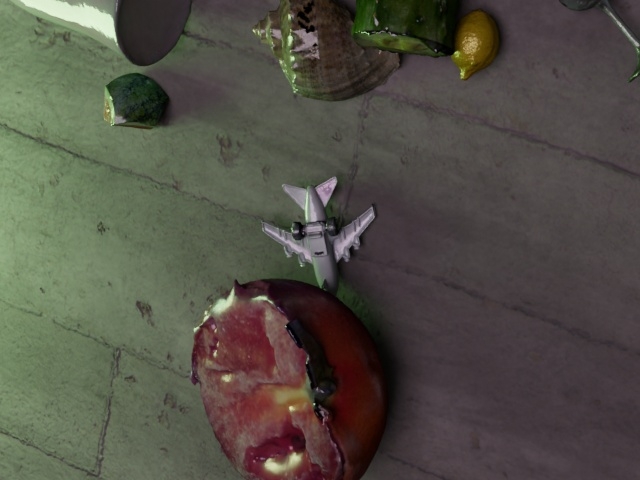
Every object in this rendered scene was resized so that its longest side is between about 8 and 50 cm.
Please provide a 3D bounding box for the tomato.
[{"bbox_3d":[-0.033,0.190,1.932,0.290,0.176,0.335,-11,103,49],"label":"tomato"}]

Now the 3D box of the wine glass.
[{"bbox_3d":[0.340,-0.289,1.682,0.079,0.079,0.195,-41,86,27],"label":"wine glass"}]

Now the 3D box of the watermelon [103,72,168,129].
[{"bbox_3d":[-0.271,-0.196,1.997,0.072,0.084,0.092,-32,50,48],"label":"watermelon"}]

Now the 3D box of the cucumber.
[{"bbox_3d":[0.115,-0.352,1.742,0.134,0.134,0.244,6,88,23],"label":"cucumber"}]

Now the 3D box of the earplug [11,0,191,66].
[{"bbox_3d":[-0.346,-0.364,1.939,0.301,0.172,0.172,20,111,25],"label":"earplug"}]

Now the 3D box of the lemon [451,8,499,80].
[{"bbox_3d":[0.194,-0.248,1.767,0.065,0.065,0.092,15,100,20],"label":"lemon"}]

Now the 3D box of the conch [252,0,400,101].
[{"bbox_3d":[0.010,-0.254,1.847,0.207,0.130,0.155,9,143,0],"label":"conch"}]

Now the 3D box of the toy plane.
[{"bbox_3d":[0.000,0.000,1.925,0.162,0.065,0.171,-8,96,15],"label":"toy plane"}]
